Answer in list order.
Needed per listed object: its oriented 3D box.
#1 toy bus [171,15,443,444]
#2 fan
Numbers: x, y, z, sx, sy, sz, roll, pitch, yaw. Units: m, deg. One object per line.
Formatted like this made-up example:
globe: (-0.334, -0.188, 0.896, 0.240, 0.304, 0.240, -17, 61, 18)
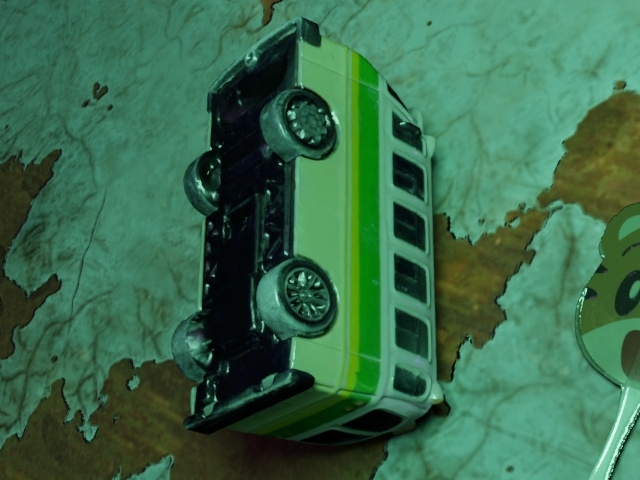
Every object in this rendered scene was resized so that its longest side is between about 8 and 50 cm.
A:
toy bus: (0.000, 0.000, 1.015, 0.143, 0.179, 0.306, -32, 49, 46)
fan: (0.227, 0.082, 0.891, 0.152, 0.008, 0.227, 17, 80, 44)
